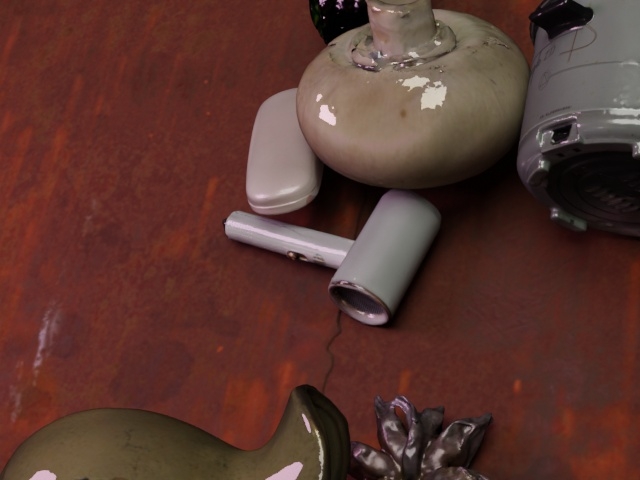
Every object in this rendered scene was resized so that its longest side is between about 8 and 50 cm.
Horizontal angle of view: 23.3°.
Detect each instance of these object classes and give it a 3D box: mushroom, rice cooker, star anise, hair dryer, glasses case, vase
[{"bbox_3d":[0.092,-0.162,1.585,0.246,0.202,0.246,-12,31,7],"label":"mushroom"},{"bbox_3d":[0.312,-0.137,1.489,0.241,0.280,0.227,-21,50,53],"label":"rice cooker"},{"bbox_3d":[0.086,0.225,1.430,0.195,0.065,0.182,4,59,17],"label":"star anise"},{"bbox_3d":[0.000,0.000,1.618,0.236,0.073,0.131,12,60,34],"label":"hair dryer"},{"bbox_3d":[-0.035,-0.098,1.667,0.081,0.051,0.204,-9,37,14],"label":"glasses case"},{"bbox_3d":[-0.117,0.304,1.364,0.302,0.241,0.329,-7,87,6],"label":"vase"}]

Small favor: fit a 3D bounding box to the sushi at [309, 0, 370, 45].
[{"bbox_3d":[0.054,-0.320,1.767,0.127,0.124,0.225,1,64,18],"label":"sushi"}]
